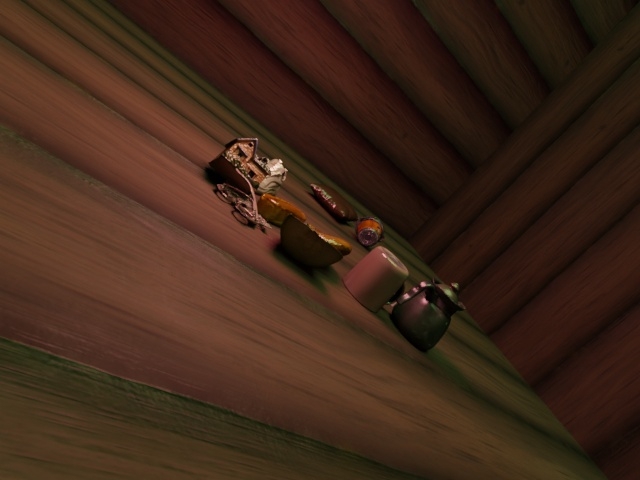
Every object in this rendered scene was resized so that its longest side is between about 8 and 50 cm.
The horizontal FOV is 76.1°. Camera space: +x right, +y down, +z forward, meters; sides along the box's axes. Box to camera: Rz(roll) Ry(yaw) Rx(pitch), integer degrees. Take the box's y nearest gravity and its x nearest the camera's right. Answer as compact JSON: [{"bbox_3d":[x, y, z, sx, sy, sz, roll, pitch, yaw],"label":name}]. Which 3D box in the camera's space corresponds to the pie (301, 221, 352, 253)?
[{"bbox_3d":[0.000,-0.001,1.548,0.273,0.069,0.273,23,-8,4],"label":"pie"}]

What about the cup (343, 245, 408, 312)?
[{"bbox_3d":[0.246,0.160,1.624,0.252,0.200,0.192,35,15,-30],"label":"cup"}]

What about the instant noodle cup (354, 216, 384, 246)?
[{"bbox_3d":[0.292,-0.042,2.460,0.208,0.178,0.126,23,29,0],"label":"instant noodle cup"}]

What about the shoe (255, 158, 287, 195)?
[{"bbox_3d":[-0.228,-0.288,1.764,0.124,0.159,0.316,45,11,8],"label":"shoe"}]

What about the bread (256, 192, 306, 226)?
[{"bbox_3d":[-0.150,-0.111,1.584,0.102,0.094,0.245,45,13,35],"label":"bread"}]

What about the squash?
[{"bbox_3d":[-0.052,-0.008,1.417,0.237,0.204,0.155,41,36,-15],"label":"squash"}]

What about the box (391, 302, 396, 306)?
[{"bbox_3d":[0.292,0.230,1.874,0.154,0.040,0.084,46,12,11],"label":"box"}]

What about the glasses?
[{"bbox_3d":[-0.252,-0.145,1.405,0.255,0.095,0.162,50,6,20],"label":"glasses"}]

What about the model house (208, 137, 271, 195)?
[{"bbox_3d":[-0.272,-0.286,1.498,0.183,0.172,0.166,49,-26,-23],"label":"model house"}]

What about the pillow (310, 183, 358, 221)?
[{"bbox_3d":[0.091,-0.232,2.565,0.308,0.108,0.305,47,16,15],"label":"pillow"}]

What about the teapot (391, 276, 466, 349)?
[{"bbox_3d":[0.429,0.254,1.662,0.305,0.285,0.223,40,14,-14],"label":"teapot"}]
